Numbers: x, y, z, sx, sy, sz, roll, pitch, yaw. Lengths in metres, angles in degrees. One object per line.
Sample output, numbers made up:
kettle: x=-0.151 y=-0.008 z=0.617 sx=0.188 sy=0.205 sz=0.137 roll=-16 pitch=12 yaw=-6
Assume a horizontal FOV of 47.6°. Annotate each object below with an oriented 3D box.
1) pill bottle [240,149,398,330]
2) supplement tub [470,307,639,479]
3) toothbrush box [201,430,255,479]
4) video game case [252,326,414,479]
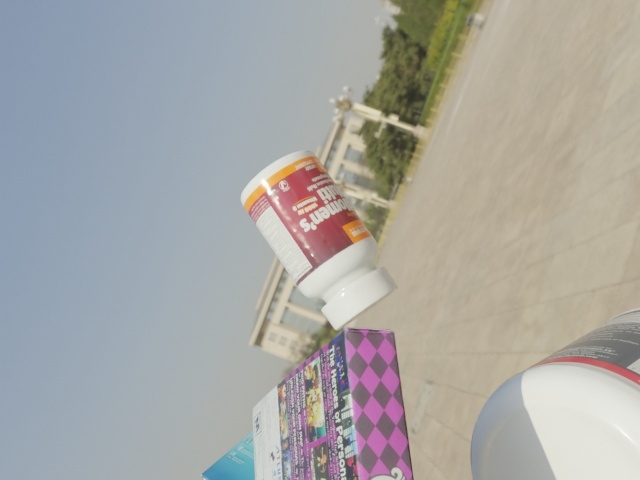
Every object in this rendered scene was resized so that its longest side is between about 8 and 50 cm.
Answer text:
pill bottle: x=0.000 y=0.000 z=0.961 sx=0.121 sy=0.221 sz=0.121 roll=-34 pitch=-9 yaw=-6
supplement tub: x=0.274 y=0.163 z=0.609 sx=0.272 sy=0.191 sz=0.191 roll=-14 pitch=-47 yaw=-43
toothbrush box: x=-0.039 y=0.419 z=1.365 sx=0.296 sy=0.126 sz=0.216 roll=-38 pitch=22 yaw=-28
video game case: x=0.004 y=0.201 z=0.487 sx=0.210 sy=0.042 sz=0.232 roll=128 pitch=142 yaw=-56
